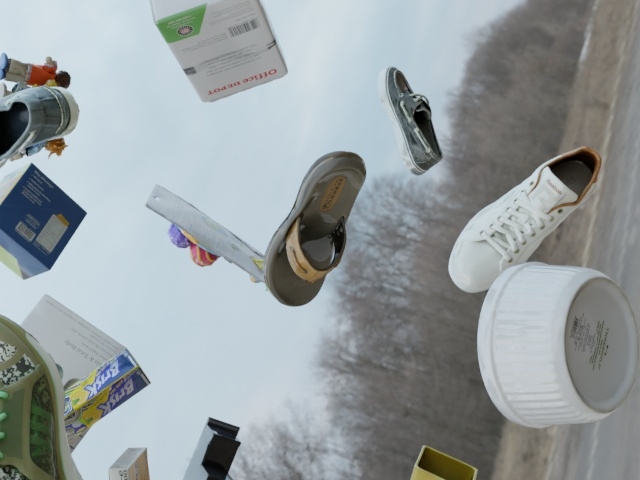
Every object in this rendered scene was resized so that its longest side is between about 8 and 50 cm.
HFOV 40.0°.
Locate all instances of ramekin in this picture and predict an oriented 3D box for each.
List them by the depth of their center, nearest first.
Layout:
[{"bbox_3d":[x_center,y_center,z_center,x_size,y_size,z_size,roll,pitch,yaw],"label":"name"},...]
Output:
[{"bbox_3d":[0.299,0.127,1.075,0.207,0.109,0.207,5,-97,-40],"label":"ramekin"}]

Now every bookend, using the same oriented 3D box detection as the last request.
[{"bbox_3d":[-0.198,0.442,1.693,0.157,0.072,0.156,-68,20,-5],"label":"bookend"}]

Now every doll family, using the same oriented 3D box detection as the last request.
[{"bbox_3d":[-0.554,-0.223,1.672,0.163,0.118,0.263,9,-48,-42],"label":"doll family"}]

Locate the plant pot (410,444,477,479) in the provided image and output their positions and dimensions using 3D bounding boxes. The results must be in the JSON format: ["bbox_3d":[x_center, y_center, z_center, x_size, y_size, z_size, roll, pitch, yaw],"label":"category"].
[{"bbox_3d":[0.157,0.343,1.191,0.081,0.081,0.083,-27,-42,-72],"label":"plant pot"}]

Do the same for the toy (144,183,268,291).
[{"bbox_3d":[-0.172,0.010,1.361,0.056,0.237,0.137,-57,12,12],"label":"toy"}]

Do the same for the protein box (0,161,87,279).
[{"bbox_3d":[-0.744,-0.047,2.229,0.200,0.136,0.201,47,-133,-28],"label":"protein box"}]

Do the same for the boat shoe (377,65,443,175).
[{"bbox_3d":[0.168,-0.226,1.580,0.078,0.070,0.219,3,-117,-45],"label":"boat shoe"}]

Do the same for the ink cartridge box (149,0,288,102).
[{"bbox_3d":[-0.158,-0.335,1.402,0.219,0.160,0.092,64,-171,-63],"label":"ink cartridge box"}]

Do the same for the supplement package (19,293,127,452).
[{"bbox_3d":[-0.530,0.285,1.733,0.263,0.199,0.198,-55,-5,-19],"label":"supplement package"}]

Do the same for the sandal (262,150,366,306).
[{"bbox_3d":[0.000,0.000,0.980,0.060,0.090,0.219,60,135,39],"label":"sandal"}]

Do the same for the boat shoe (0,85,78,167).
[{"bbox_3d":[-0.544,-0.176,1.437,0.099,0.319,0.116,-27,-79,-62],"label":"boat shoe"}]

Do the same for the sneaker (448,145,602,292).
[{"bbox_3d":[0.305,-0.043,1.314,0.290,0.106,0.123,-42,-15,-12],"label":"sneaker"}]

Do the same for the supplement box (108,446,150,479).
[{"bbox_3d":[-0.317,0.390,1.461,0.098,0.036,0.062,-48,-45,-79],"label":"supplement box"}]

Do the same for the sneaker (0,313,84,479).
[{"bbox_3d":[-0.438,0.280,1.198,0.410,0.158,0.182,65,-169,7],"label":"sneaker"}]

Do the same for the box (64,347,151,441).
[{"bbox_3d":[-0.376,0.260,1.484,0.169,0.054,0.059,-36,-43,-14],"label":"box"}]
